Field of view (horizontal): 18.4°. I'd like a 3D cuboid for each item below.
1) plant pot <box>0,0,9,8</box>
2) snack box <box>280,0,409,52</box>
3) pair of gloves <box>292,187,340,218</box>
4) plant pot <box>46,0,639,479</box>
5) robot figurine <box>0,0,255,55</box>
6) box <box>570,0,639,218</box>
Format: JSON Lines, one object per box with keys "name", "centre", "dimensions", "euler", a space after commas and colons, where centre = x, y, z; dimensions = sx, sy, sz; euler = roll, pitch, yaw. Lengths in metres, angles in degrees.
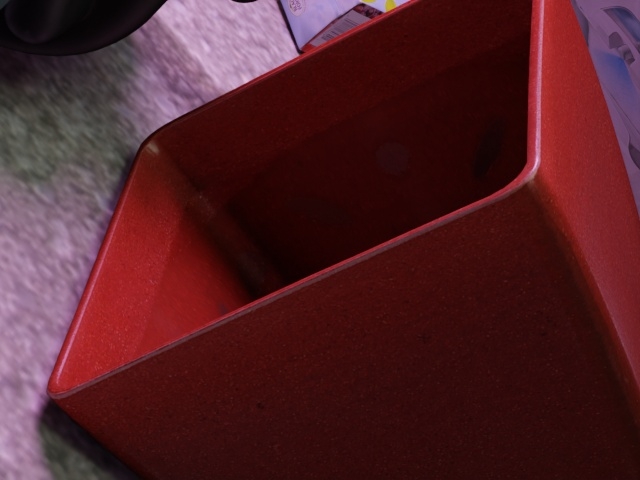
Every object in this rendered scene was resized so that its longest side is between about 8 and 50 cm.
{"name": "plant pot", "centre": [-0.237, -0.203, 0.834], "dimensions": [0.235, 0.293, 0.293], "euler": [44, 23, -54]}
{"name": "snack box", "centre": [0.041, -0.204, 1.524], "dimensions": [0.207, 0.070, 0.174], "euler": [17, 46, -50]}
{"name": "pair of gloves", "centre": [0.000, 0.000, 1.198], "dimensions": [0.083, 0.074, 0.010], "euler": [42, 48, -24]}
{"name": "plant pot", "centre": [0.053, 0.043, 1.049], "dimensions": [0.236, 0.267, 0.267], "euler": [56, 23, -24]}
{"name": "robot figurine", "centre": [-0.136, -0.205, 1.116], "dimensions": [0.209, 0.173, 0.278], "euler": [58, 24, -16]}
{"name": "box", "centre": [0.233, -0.160, 1.453], "dimensions": [0.127, 0.231, 0.262], "euler": [-38, 103, -41]}
